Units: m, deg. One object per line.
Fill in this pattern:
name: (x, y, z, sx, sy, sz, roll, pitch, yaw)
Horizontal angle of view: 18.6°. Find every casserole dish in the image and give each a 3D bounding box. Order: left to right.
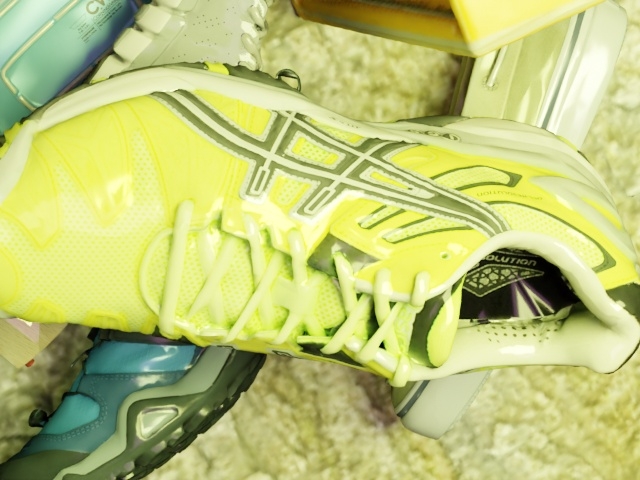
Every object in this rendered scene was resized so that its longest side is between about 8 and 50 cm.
casserole dish: (-0.148, -0.118, 1.149, 0.188, 0.037, 0.114, -44, 111, -8)

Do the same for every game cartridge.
game cartridge: (0.163, -0.200, 1.106, 0.324, 0.285, 0.052, -27, 108, -13)

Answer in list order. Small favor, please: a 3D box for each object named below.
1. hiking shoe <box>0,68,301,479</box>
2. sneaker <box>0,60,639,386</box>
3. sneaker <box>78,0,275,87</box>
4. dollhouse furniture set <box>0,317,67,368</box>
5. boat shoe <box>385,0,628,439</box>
hiking shoe: (-0.091, 0.044, 1.178, 0.304, 0.113, 0.132, -41, 84, -5)
sneaker: (0.000, 0.000, 1.019, 0.385, 0.147, 0.145, -1, 119, -20)
sneaker: (-0.037, -0.108, 1.107, 0.132, 0.086, 0.228, 36, 97, 2)
dollhouse furniture set: (-0.243, 0.043, 1.095, 0.129, 0.129, 0.183, 44, 84, -21)
boat shoe: (0.097, -0.027, 1.226, 0.094, 0.109, 0.302, 22, 84, -4)
